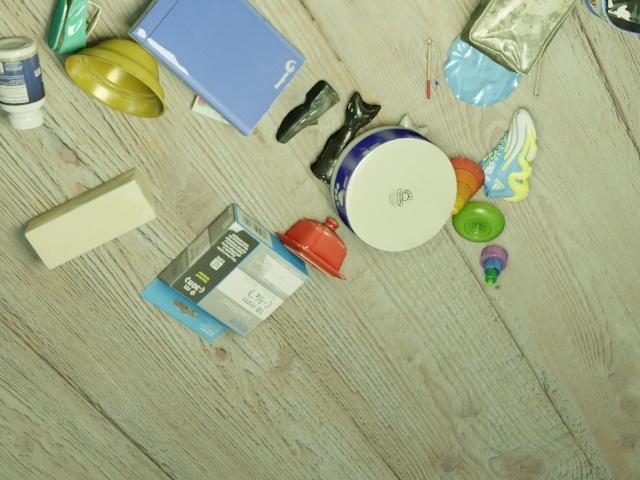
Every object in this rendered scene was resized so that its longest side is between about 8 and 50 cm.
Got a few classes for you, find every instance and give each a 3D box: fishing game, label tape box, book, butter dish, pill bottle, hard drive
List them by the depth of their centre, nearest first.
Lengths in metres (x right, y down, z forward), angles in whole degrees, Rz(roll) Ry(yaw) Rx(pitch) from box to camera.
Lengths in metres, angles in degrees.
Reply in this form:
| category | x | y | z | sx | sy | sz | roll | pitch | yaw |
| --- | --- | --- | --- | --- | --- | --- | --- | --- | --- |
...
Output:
| category | x | y | z | sx | sy | sz | roll | pitch | yaw |
| --- | --- | --- | --- | --- | --- | --- | --- | --- | --- |
| pill bottle | -0.604 | -0.313 | 1.846 | 0.094 | 0.094 | 0.169 | -6 | 122 | -8 |
| hard drive | -0.203 | -0.393 | 1.868 | 0.319 | 0.040 | 0.210 | 40 | 82 | -29 |
| book | -0.206 | -0.328 | 1.957 | 0.096 | 0.035 | 0.144 | 18 | 115 | -19 |
| fishing game | 0.360 | -0.390 | 2.031 | 0.264 | 0.041 | 0.189 | -4 | 114 | -3 |
| butter dish | 0.000 | 0.000 | 2.149 | 0.160 | 0.160 | 0.118 | 37 | 86 | -29 |
| label tape box | -0.230 | 0.109 | 2.177 | 0.334 | 0.106 | 0.240 | -43 | 119 | 15 |

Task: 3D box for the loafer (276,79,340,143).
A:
| category | x | y | z | sx | sy | sz | roll | pitch | yaw |
| --- | --- | --- | --- | --- | --- | --- | --- | --- | --- |
| loafer | -0.027 | -0.269 | 2.013 | 0.170 | 0.062 | 0.061 | -43 | 124 | 17 |

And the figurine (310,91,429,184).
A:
| category | x | y | z | sx | sy | sz | roll | pitch | yaw |
| --- | --- | --- | --- | --- | --- | --- | --- | --- | --- |
| figurine | 0.117 | -0.206 | 2.070 | 0.215 | 0.092 | 0.209 | 20 | 111 | -23 |

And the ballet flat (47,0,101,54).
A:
| category | x | y | z | sx | sy | sz | roll | pitch | yaw |
| --- | --- | --- | --- | --- | --- | --- | --- | --- | --- |
| ballet flat | -0.468 | -0.480 | 1.792 | 0.087 | 0.083 | 0.247 | -4 | 125 | -38 |

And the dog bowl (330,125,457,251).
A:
| category | x | y | z | sx | sy | sz | roll | pitch | yaw |
| --- | --- | --- | --- | --- | --- | --- | --- | --- | --- |
| dog bowl | 0.161 | -0.113 | 2.022 | 0.265 | 0.104 | 0.265 | -6 | 113 | -15 |

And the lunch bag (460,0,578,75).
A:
| category | x | y | z | sx | sy | sz | roll | pitch | yaw |
| --- | --- | --- | --- | --- | --- | --- | --- | --- | --- |
| lunch bag | 0.421 | -0.491 | 1.848 | 0.169 | 0.235 | 0.287 | 33 | 103 | -4 |

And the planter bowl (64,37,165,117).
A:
| category | x | y | z | sx | sy | sz | roll | pitch | yaw |
| --- | --- | --- | --- | --- | --- | --- | --- | --- | --- |
| planter bowl | -0.395 | -0.342 | 1.848 | 0.217 | 0.217 | 0.090 | 32 | 69 | -26 |

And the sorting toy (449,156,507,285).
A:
| category | x | y | z | sx | sy | sz | roll | pitch | yaw |
| --- | --- | --- | --- | --- | --- | --- | --- | --- | --- |
| sorting toy | 0.361 | -0.024 | 2.179 | 0.127 | 0.126 | 0.365 | -9 | 132 | 26 |

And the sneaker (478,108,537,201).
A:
| category | x | y | z | sx | sy | sz | roll | pitch | yaw |
| --- | --- | --- | --- | --- | --- | --- | --- | --- | --- |
| sneaker | 0.428 | -0.189 | 2.137 | 0.126 | 0.091 | 0.240 | -8 | 123 | -6 |

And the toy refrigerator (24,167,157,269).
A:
| category | x | y | z | sx | sy | sz | roll | pitch | yaw |
| --- | --- | --- | --- | --- | --- | --- | --- | --- | --- |
| toy refrigerator | -0.503 | -0.051 | 2.032 | 0.269 | 0.094 | 0.102 | -26 | 116 | 4 |

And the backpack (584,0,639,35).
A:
| category | x | y | z | sx | sy | sz | roll | pitch | yaw |
| --- | --- | --- | --- | --- | --- | --- | --- | --- | --- |
| backpack | 0.683 | -0.548 | 1.899 | 0.263 | 0.213 | 0.276 | -1 | 115 | -20 |
